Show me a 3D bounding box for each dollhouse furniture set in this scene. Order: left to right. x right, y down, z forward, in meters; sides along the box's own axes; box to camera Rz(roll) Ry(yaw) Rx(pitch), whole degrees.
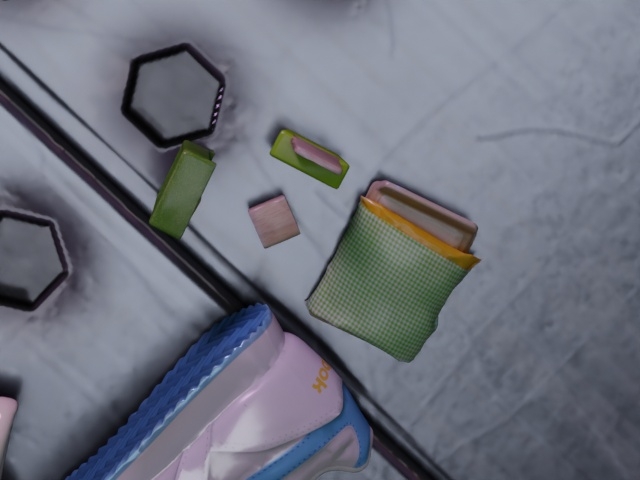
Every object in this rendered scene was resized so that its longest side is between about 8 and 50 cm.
[{"bbox_3d":[0.000,0.000,0.788,0.152,0.058,0.076,26,98,-9],"label":"dollhouse furniture set"}]

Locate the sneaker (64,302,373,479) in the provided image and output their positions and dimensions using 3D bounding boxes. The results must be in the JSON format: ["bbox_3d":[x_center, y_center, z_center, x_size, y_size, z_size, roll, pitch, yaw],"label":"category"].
[{"bbox_3d":[-0.077,0.138,0.796,0.229,0.087,0.092,-44,103,7],"label":"sneaker"}]

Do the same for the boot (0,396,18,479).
[{"bbox_3d":[-0.190,0.137,0.803,0.085,0.059,0.158,13,98,-12],"label":"boot"}]
